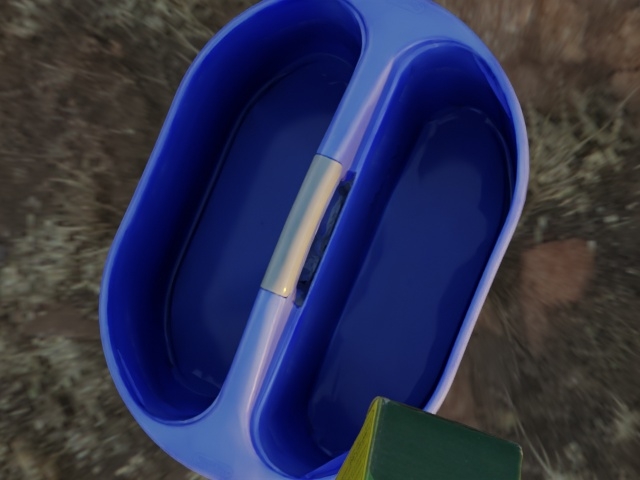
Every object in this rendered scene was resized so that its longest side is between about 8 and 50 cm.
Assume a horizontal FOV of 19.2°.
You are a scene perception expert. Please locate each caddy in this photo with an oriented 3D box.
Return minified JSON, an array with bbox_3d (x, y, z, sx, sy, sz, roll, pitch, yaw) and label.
[{"bbox_3d":[0.000,0.000,1.255,0.241,0.179,0.341,22,87,11],"label":"caddy"}]

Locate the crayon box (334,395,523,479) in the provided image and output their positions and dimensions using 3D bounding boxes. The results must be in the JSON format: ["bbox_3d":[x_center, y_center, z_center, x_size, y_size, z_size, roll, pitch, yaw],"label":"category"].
[{"bbox_3d":[0.009,0.254,0.851,0.081,0.318,0.202,20,132,-5],"label":"crayon box"}]
